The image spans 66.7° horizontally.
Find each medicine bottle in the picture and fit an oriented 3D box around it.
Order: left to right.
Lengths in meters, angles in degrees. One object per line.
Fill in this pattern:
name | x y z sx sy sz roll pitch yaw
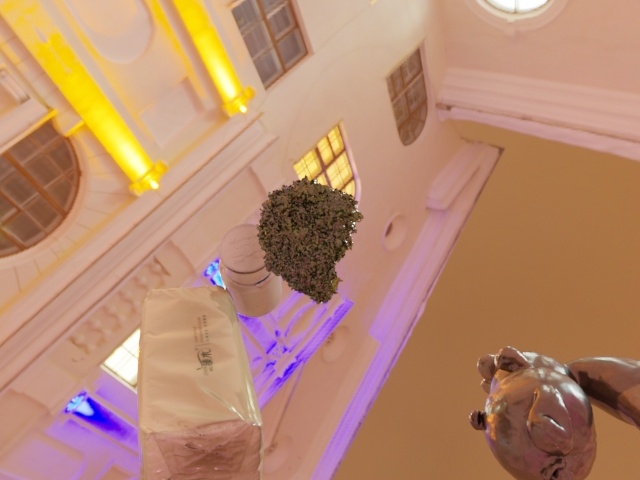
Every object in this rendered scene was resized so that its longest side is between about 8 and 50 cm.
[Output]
medicine bottle | -0.165 0.076 1.150 0.143 0.258 0.144 1 -118 -1

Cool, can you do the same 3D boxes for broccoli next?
broccoli | 0.000 0.000 0.854 0.193 0.194 0.220 -8 -97 15

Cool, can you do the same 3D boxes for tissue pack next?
tissue pack | -0.240 0.310 0.946 0.206 0.298 0.380 -4 -150 -18

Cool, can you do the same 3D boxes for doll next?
doll | 0.477 0.312 0.917 0.378 0.253 0.382 -24 -172 14
